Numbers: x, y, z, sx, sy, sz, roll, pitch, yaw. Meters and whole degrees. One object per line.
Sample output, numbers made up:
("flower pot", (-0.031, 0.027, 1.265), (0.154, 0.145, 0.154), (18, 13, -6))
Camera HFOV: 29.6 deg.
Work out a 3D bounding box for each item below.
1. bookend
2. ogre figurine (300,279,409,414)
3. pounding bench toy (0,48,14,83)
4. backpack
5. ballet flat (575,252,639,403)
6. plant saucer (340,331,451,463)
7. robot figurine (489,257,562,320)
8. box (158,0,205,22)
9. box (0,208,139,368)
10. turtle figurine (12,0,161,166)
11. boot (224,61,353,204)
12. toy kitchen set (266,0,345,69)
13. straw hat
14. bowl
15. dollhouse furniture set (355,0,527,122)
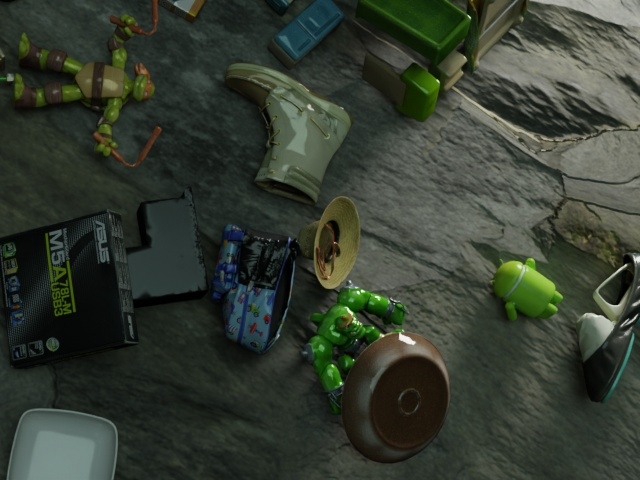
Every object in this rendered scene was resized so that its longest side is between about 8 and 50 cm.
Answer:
("bookend", (-0.254, 0.015, 1.755), (0.157, 0.072, 0.156), (-8, 79, -18))
("ogre figurine", (0.044, 0.150, 1.800), (0.118, 0.097, 0.197), (43, 84, -21))
("pounding bench toy", (-0.494, -0.253, 1.767), (0.065, 0.052, 0.083), (-32, 87, -20))
("backpack", (-0.101, 0.074, 1.748), (0.117, 0.158, 0.173), (12, 85, -4))
("ballet flat", (0.463, 0.130, 1.926), (0.096, 0.095, 0.280), (33, 59, 5))
("plant saucer", (0.122, 0.235, 1.783), (0.199, 0.036, 0.198), (-4, 98, -33))
("robot figurine", (0.321, 0.077, 1.905), (0.115, 0.067, 0.101), (32, 64, -6))
("box", (-0.239, -0.409, 1.891), (0.136, 0.028, 0.081), (29, 71, -9))
("box", (-0.352, 0.070, 1.681), (0.184, 0.045, 0.190), (-13, 78, 20))
("turtle figurine", (-0.336, -0.246, 1.791), (0.217, 0.087, 0.269), (8, 83, -11))
("boot", (-0.072, -0.164, 1.852), (0.213, 0.077, 0.165), (27, 73, -11))
("toy kitchen set", (-0.060, -0.400, 1.865), (0.207, 0.166, 0.122), (45, 70, -1))
("straw hat", (0.000, 0.000, 1.834), (0.061, 0.144, 0.144), (6, 69, 30))
("bowl", (-0.354, 0.306, 1.665), (0.142, 0.053, 0.142), (11, 74, -12))
("dollhouse furniture set", (0.201, -0.367, 1.933), (0.151, 0.197, 0.301), (36, 64, 16))
